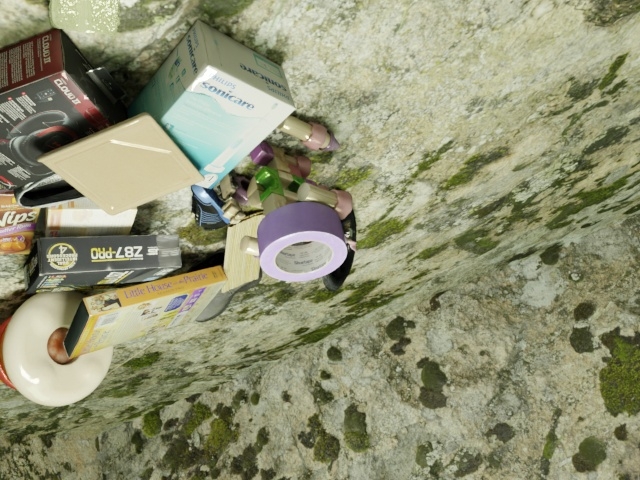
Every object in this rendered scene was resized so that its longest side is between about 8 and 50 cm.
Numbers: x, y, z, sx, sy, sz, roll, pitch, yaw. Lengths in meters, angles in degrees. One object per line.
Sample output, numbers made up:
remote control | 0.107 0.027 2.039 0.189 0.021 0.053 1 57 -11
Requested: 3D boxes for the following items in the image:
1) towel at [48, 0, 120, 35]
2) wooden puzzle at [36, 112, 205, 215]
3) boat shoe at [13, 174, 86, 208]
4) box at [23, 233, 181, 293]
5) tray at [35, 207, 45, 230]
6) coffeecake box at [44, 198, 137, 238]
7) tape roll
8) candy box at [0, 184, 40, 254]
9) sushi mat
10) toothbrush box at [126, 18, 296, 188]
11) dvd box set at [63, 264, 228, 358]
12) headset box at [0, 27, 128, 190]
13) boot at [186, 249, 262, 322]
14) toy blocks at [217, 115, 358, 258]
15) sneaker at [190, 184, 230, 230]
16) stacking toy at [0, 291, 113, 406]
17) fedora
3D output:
towel | -0.367 -0.385 0.819 0.110 0.027 0.148 -6 152 -26
wooden puzzle | -0.372 -0.143 1.010 0.221 0.044 0.239 -20 154 8
boat shoe | -0.481 -0.140 1.097 0.301 0.102 0.108 -18 134 -20
box | -0.580 0.065 1.369 0.318 0.097 0.395 -3 171 -35
tray | -0.579 -0.104 1.237 0.145 0.030 0.270 -1 149 -35
coffeecake box | -0.542 -0.061 1.232 0.185 0.068 0.142 -2 152 -31
tape roll | -0.041 0.006 1.137 0.189 0.080 0.189 -8 144 -5
candy box | -0.703 -0.049 1.180 0.109 0.053 0.187 -1 134 -42
sushi mat | -0.236 0.038 1.639 0.151 0.019 0.316 -23 147 -32
toothbrush box | -0.232 -0.254 1.056 0.295 0.126 0.216 -35 148 33
dvd box set | -0.520 0.211 1.571 0.420 0.062 0.307 -14 157 -41
headset box | -0.502 -0.230 0.943 0.293 0.110 0.218 -20 155 3
boot | -0.387 0.152 1.811 0.338 0.118 0.222 -40 146 18
toy blocks | -0.048 -0.099 1.302 0.260 0.289 0.309 15 136 -41
sneaker | -0.308 -0.085 1.398 0.090 0.081 0.232 -26 156 -1
stacking toy | -0.944 0.356 1.686 0.480 0.351 0.350 -13 160 30
fedora | 0.000 0.000 1.637 0.152 0.334 0.334 6 162 21
